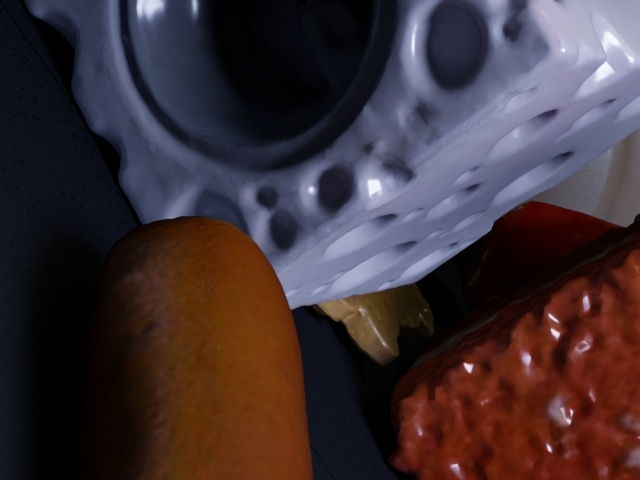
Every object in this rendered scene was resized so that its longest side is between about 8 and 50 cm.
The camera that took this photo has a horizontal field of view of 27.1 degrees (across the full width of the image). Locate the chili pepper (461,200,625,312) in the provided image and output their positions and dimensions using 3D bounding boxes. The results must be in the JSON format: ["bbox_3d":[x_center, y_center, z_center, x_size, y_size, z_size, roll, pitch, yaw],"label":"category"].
[{"bbox_3d":[0.192,0.032,1.129,0.338,0.134,0.131,26,61,2],"label":"chili pepper"}]

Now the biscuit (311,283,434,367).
[{"bbox_3d":[0.000,0.000,0.878,0.250,0.035,0.162,43,19,-40],"label":"biscuit"}]

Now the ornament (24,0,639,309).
[{"bbox_3d":[0.024,-0.123,0.732,0.240,0.239,0.240,-7,64,-59],"label":"ornament"}]

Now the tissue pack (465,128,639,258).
[{"bbox_3d":[0.344,-0.043,1.367,0.387,0.267,0.277,21,24,2],"label":"tissue pack"}]

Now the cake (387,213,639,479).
[{"bbox_3d":[0.232,0.125,0.905,0.269,0.270,0.319,57,14,2],"label":"cake"}]

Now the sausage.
[{"bbox_3d":[-0.043,0.095,0.479,0.300,0.083,0.089,-102,166,-50],"label":"sausage"}]
